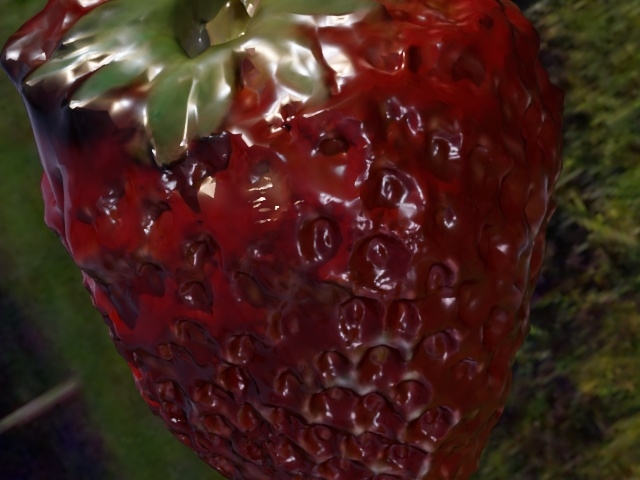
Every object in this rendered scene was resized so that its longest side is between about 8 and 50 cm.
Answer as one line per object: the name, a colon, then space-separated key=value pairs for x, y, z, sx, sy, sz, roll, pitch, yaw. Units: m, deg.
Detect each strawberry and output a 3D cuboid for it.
strawberry: x=0.000 y=-0.014 z=0.817 sx=0.292 sy=0.292 sz=0.310 roll=42 pitch=165 yaw=42
